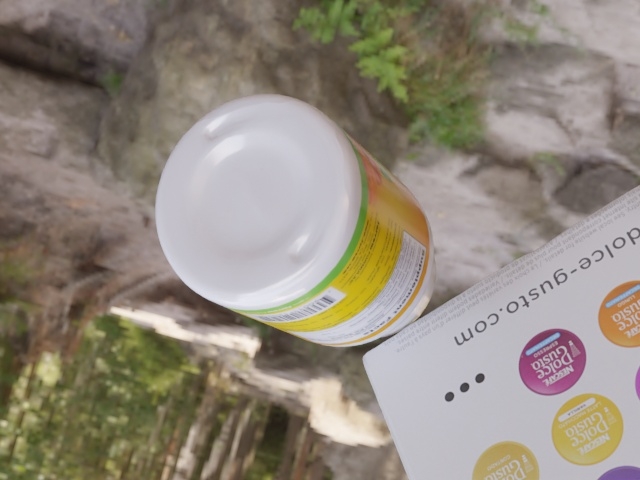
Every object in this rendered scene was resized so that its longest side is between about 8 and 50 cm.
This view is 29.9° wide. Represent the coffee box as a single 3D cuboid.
[{"bbox_3d":[0.298,0.192,0.908,0.337,0.334,0.338,-33,140,15],"label":"coffee box"}]

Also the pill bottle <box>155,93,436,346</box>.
[{"bbox_3d":[0.000,0.000,0.837,0.136,0.136,0.245,9,171,23],"label":"pill bottle"}]
